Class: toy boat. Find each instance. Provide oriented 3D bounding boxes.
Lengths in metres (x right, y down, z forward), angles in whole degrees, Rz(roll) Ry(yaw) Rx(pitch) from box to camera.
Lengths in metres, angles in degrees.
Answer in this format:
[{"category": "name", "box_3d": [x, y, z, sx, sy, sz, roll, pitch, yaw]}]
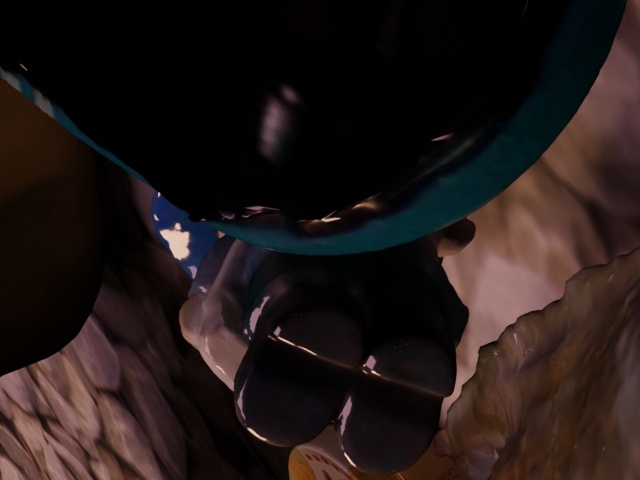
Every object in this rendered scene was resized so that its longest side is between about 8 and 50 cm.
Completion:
[{"category": "toy boat", "box_3d": [-0.027, -0.087, 0.490, 0.299, 0.134, 0.092, 35, -174, 42]}]

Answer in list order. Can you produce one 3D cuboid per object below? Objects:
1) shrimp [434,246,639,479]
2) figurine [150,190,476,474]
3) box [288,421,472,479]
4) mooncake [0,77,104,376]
[{"category": "shrimp", "box_3d": [0.134, 0.074, 0.357, 0.221, 0.110, 0.446, 52, 156, -7]}, {"category": "figurine", "box_3d": [0.000, 0.000, 0.489, 0.149, 0.086, 0.087, -97, 23, -69]}, {"category": "box", "box_3d": [0.032, 0.110, 0.695, 0.105, 0.037, 0.105, 46, 155, 29]}, {"category": "mooncake", "box_3d": [-0.303, -0.107, 0.835, 0.467, 0.262, 0.467, 45, 157, 25]}]
